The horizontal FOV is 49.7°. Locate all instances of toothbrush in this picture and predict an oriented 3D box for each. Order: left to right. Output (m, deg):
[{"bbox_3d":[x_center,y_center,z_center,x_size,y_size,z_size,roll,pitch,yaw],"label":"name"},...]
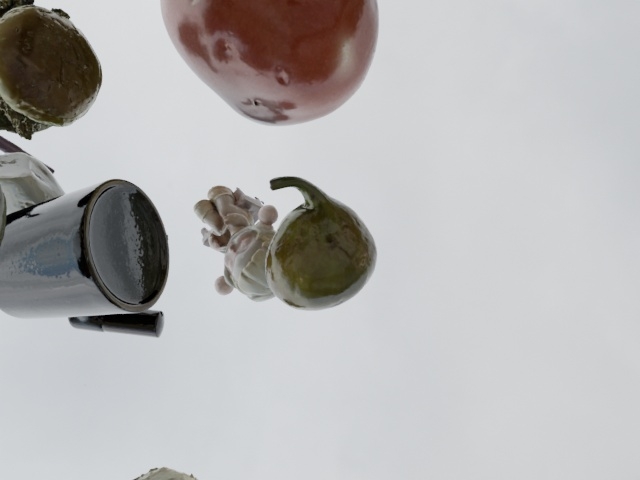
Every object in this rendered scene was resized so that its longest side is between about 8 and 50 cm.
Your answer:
[{"bbox_3d":[-0.583,-0.199,1.116,0.354,0.029,0.024,39,-93,-40],"label":"toothbrush"}]

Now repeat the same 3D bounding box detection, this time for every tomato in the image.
[{"bbox_3d":[-0.084,-0.330,1.064,0.342,0.341,0.272,19,-93,-14],"label":"tomato"}]

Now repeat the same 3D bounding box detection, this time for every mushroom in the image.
[{"bbox_3d":[-0.417,-0.048,1.037,0.093,0.116,0.225,-45,-41,-15],"label":"mushroom"}]

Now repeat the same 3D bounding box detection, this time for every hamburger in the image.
[{"bbox_3d":[-0.346,-0.215,0.828,0.159,0.131,0.184,-20,-79,-47],"label":"hamburger"}]

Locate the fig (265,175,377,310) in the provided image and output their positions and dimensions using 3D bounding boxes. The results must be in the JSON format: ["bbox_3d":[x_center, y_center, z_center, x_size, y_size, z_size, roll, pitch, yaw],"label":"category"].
[{"bbox_3d":[0.000,0.000,0.503,0.084,0.082,0.098,-3,-72,-13],"label":"fig"}]

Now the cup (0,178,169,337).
[{"bbox_3d":[-0.301,0.054,0.884,0.177,0.166,0.239,-11,-71,20],"label":"cup"}]

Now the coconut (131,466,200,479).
[{"bbox_3d":[-0.185,0.390,0.794,0.245,0.247,0.244,-11,-130,13],"label":"coconut"}]

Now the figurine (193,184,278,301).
[{"bbox_3d":[-0.133,0.024,1.282,0.182,0.144,0.256,-35,-128,1],"label":"figurine"}]

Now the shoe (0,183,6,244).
[{"bbox_3d":[-0.394,0.078,0.620,0.132,0.171,0.336,22,-85,-23],"label":"shoe"}]
